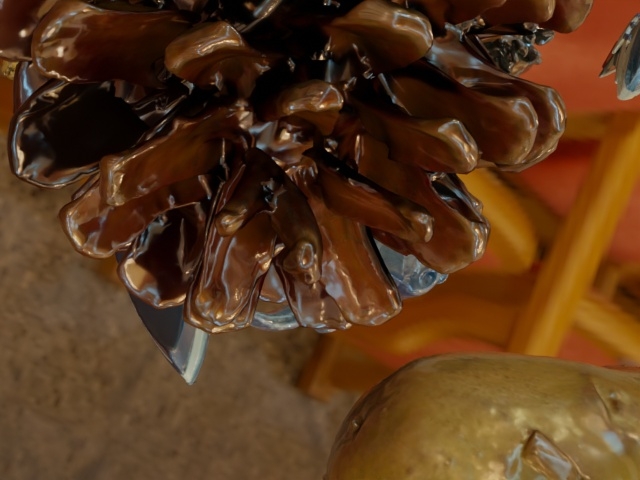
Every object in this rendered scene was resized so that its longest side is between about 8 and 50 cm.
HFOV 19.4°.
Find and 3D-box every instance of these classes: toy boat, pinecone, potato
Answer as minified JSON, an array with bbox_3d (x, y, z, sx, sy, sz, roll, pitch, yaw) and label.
[{"bbox_3d":[0.257,-0.159,1.458,0.105,0.034,0.149,-58,-178,13],"label":"toy boat"},{"bbox_3d":[-0.016,-0.081,0.748,0.264,0.264,0.264,-26,124,-45],"label":"pinecone"},{"bbox_3d":[-0.169,0.003,1.916,0.062,0.096,0.299,58,17,-70],"label":"toy boat"},{"bbox_3d":[0.165,0.171,1.490,0.290,0.296,0.397,-50,-172,36],"label":"potato"}]

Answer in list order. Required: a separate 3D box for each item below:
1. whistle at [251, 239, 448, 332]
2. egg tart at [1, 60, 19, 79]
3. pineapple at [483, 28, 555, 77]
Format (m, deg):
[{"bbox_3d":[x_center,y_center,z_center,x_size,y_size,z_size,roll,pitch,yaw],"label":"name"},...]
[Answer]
[{"bbox_3d":[0.000,0.000,1.696,0.269,0.093,0.180,14,80,-27],"label":"whistle"},{"bbox_3d":[-0.232,-0.181,1.681,0.130,0.052,0.130,-42,174,-6],"label":"egg tart"},{"bbox_3d":[0.191,-0.266,1.865,0.202,0.202,0.362,55,35,-48],"label":"pineapple"}]
